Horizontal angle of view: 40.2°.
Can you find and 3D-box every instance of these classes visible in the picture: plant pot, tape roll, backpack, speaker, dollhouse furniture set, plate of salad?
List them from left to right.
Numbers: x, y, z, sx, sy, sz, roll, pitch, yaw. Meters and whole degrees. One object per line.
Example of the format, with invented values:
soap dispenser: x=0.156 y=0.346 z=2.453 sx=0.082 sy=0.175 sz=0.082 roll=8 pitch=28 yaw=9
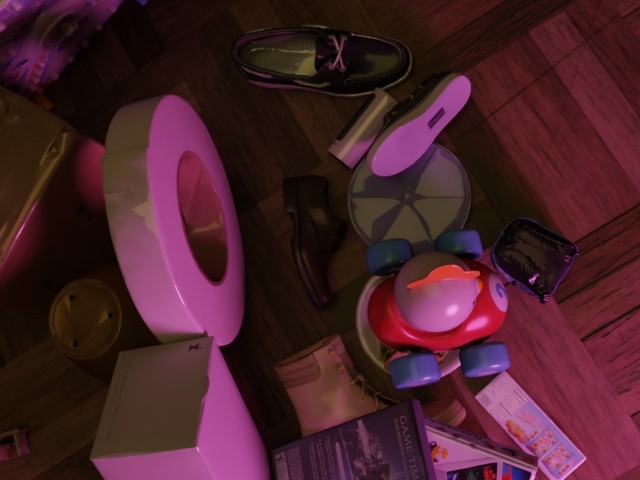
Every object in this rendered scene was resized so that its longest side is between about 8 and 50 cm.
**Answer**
dollhouse furniture set: x=-0.607 y=0.334 z=1.461 sx=0.161 sy=0.182 sz=0.101 roll=-18 pitch=79 yaw=10
plant pot: x=-0.316 y=0.130 z=1.388 sx=0.237 sy=0.254 sz=0.237 roll=-2 pitch=83 yaw=13
tape roll: x=-0.207 y=-0.027 z=1.314 sx=0.072 sy=0.392 sz=0.392 roll=-11 pitch=80 yaw=10
speaker: x=0.072 y=-0.183 z=1.446 sx=0.055 sy=0.055 sz=0.136 roll=39 pitch=93 yaw=14
plate of salad: x=0.152 y=0.124 z=1.392 sx=0.200 sy=0.048 sz=0.199 roll=-2 pitch=82 yaw=13
backpack: x=0.322 y=0.026 z=1.348 sx=0.114 sy=0.084 sz=0.105 roll=34 pitch=89 yaw=9

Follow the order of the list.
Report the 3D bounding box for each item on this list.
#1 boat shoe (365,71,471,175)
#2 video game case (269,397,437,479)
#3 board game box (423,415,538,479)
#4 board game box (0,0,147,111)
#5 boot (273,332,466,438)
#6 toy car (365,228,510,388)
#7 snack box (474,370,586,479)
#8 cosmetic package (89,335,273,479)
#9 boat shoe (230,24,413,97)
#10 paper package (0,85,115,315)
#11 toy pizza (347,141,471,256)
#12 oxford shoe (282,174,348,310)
boat shoe: x=0.142 y=-0.194 z=1.400 sx=0.228 sy=0.080 sz=0.076 roll=-47 pitch=44 yaw=-14
video game case: x=0.046 y=0.362 z=1.261 sx=0.274 sy=0.026 sz=0.196 roll=-27 pitch=60 yaw=30
board game box: x=0.176 y=0.424 z=1.273 sx=0.193 sy=0.053 sz=0.305 roll=19 pitch=101 yaw=13
board game box: x=-0.420 y=-0.338 z=1.411 sx=0.050 sy=0.390 sz=0.390 roll=42 pitch=93 yaw=-2
boot: x=0.073 y=0.235 z=1.356 sx=0.262 sy=0.095 sz=0.203 roll=-21 pitch=91 yaw=15
toy car: x=0.180 y=0.076 z=1.241 sx=0.210 sy=0.238 sz=0.219 roll=-8 pitch=73 yaw=-6
snack box: x=0.321 y=0.286 z=1.346 sx=0.064 sy=0.022 sz=0.178 roll=-43 pitch=76 yaw=3
cosmetic package: x=-0.172 y=0.336 z=1.258 sx=0.155 sy=0.365 sz=0.197 roll=-11 pitch=37 yaw=11
boat shoe: x=0.000 y=-0.301 z=1.457 sx=0.303 sy=0.091 sz=0.114 roll=-2 pitch=82 yaw=12
paper package: x=-0.454 y=-0.043 z=1.403 sx=0.168 sy=0.325 sz=0.309 roll=29 pitch=89 yaw=14
toy pizza: x=0.144 y=-0.068 z=1.426 sx=0.201 sy=0.032 sz=0.201 roll=-2 pitch=82 yaw=13
oxford shoe: x=0.000 y=0.000 z=1.425 sx=0.096 sy=0.083 sz=0.227 roll=-9 pitch=82 yaw=7
